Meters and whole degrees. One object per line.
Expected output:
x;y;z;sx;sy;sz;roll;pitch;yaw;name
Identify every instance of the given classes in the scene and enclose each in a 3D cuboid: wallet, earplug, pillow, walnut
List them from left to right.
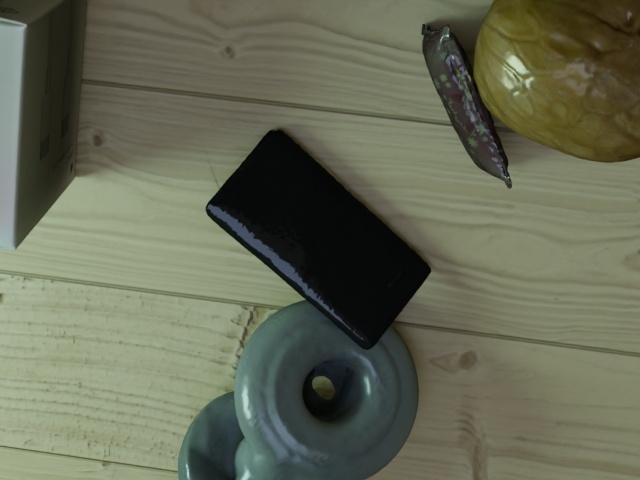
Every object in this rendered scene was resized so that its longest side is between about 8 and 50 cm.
-0.034;0.213;1.593;0.214;0.175;0.325;41;104;-5;earplug
0.000;0.000;1.524;0.244;0.025;0.124;42;79;-10;wallet
0.147;-0.140;1.424;0.043;0.118;0.185;-24;106;-1;pillow
0.260;-0.172;1.344;0.221;0.195;0.195;29;115;-7;walnut

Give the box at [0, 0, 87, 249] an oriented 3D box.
-0.325;-0.147;1.447;0.106;0.203;0.252;12;115;3;box
